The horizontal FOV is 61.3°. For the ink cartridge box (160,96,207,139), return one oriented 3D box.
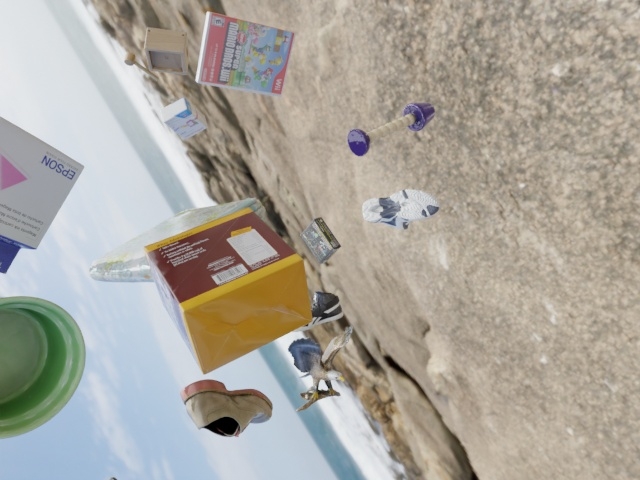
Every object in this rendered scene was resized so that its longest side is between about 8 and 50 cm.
[{"bbox_3d":[-0.422,-0.377,1.678,0.052,0.089,0.122,69,-168,21],"label":"ink cartridge box"}]

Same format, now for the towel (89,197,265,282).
[{"bbox_3d":[-0.356,0.004,1.399,0.321,0.374,0.090,-7,111,36],"label":"towel"}]

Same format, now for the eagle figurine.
[{"bbox_3d":[0.010,0.447,1.975,0.226,0.225,0.298,-44,-47,-69],"label":"eagle figurine"}]

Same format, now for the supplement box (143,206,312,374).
[{"bbox_3d":[-0.148,0.070,0.861,0.194,0.191,0.129,41,147,47],"label":"supplement box"}]

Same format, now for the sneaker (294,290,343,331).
[{"bbox_3d":[-0.030,0.258,2.037,0.079,0.217,0.121,-163,57,-74],"label":"sneaker"}]

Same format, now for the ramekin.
[{"bbox_3d":[-0.701,0.266,1.196,0.148,0.303,0.303,4,129,41],"label":"ramekin"}]

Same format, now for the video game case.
[{"bbox_3d":[-0.226,-0.561,1.651,0.025,0.285,0.204,44,126,48],"label":"video game case"}]

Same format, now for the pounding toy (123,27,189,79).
[{"bbox_3d":[-0.555,-0.632,1.832,0.181,0.206,0.094,117,156,-71],"label":"pounding toy"}]

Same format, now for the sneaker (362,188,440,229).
[{"bbox_3d":[0.259,-0.089,1.603,0.153,0.235,0.094,8,-107,-56],"label":"sneaker"}]

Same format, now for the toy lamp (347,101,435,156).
[{"bbox_3d":[0.190,-0.296,1.393,0.080,0.275,0.080,35,139,38],"label":"toy lamp"}]

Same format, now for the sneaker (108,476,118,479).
[{"bbox_3d":[-0.441,0.578,1.209,0.109,0.040,0.044,51,-159,15],"label":"sneaker"}]

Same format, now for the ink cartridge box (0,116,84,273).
[{"bbox_3d":[-0.745,-0.105,1.209,0.071,0.330,0.324,20,170,29],"label":"ink cartridge box"}]

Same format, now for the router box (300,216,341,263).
[{"bbox_3d":[0.000,0.000,1.728,0.122,0.038,0.092,56,135,14],"label":"router box"}]

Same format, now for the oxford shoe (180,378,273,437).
[{"bbox_3d":[-0.235,0.470,1.439,0.348,0.123,0.130,34,-155,-52],"label":"oxford shoe"}]
